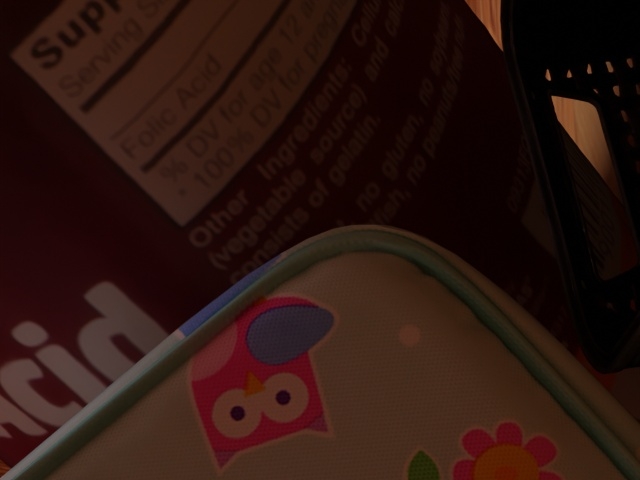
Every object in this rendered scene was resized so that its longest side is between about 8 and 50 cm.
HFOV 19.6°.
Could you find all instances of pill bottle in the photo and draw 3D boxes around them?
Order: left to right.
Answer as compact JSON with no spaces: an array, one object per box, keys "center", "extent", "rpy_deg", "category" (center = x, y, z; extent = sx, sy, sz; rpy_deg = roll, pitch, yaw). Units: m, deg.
[{"center":[-0.076,-0.052,0.603],"extent":[0.392,0.224,0.224],"rpy_deg":[47,-171,-30],"category":"pill bottle"}]

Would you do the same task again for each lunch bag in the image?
[{"center":[0.035,0.146,0.471],"extent":[0.279,0.224,0.108],"rpy_deg":[49,177,8],"category":"lunch bag"}]

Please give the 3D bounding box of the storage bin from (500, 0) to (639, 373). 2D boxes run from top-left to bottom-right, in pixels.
[{"center":[0.111,-0.054,0.448],"extent":[0.180,0.084,0.122],"rpy_deg":[107,154,-65],"category":"storage bin"}]
